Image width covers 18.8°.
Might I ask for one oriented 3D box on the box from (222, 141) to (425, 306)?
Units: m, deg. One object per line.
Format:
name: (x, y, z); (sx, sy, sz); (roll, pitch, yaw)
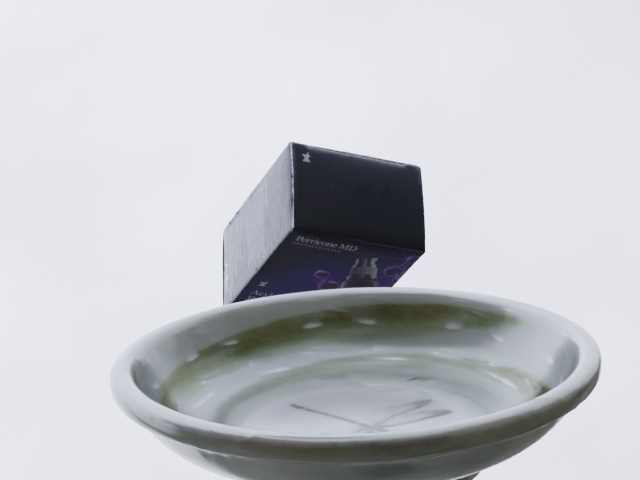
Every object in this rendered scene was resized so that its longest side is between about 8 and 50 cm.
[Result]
box: (0.000, 0.000, 2.044); (0.153, 0.108, 0.207); (9, -30, -19)

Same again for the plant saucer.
plant saucer: (0.029, 0.137, 1.590); (0.400, 0.400, 0.101); (-9, -74, -26)
